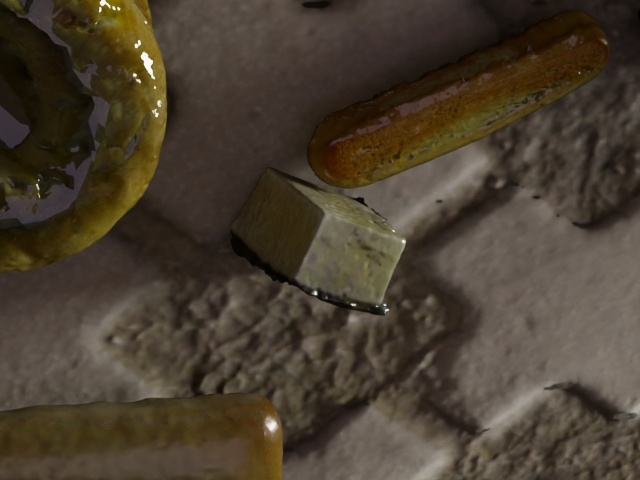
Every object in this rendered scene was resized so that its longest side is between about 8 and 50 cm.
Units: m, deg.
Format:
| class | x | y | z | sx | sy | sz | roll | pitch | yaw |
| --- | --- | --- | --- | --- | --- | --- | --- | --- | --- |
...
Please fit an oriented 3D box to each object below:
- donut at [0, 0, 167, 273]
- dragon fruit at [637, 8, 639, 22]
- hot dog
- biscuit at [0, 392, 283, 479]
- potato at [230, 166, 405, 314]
| class | x | y | z | sx | sy | sz | roll | pitch | yaw |
| --- | --- | --- | --- | --- | --- | --- | --- | --- | --- |
| donut | -0.203 | -0.104 | 0.819 | 0.261 | 0.128 | 0.208 | 34 | 98 | -28 |
| dragon fruit | 0.310 | -0.165 | 0.971 | 0.192 | 0.092 | 0.122 | -10 | 109 | 2 |
| hot dog | 0.089 | -0.093 | 0.964 | 0.216 | 0.047 | 0.066 | -26 | 132 | -7 |
| biscuit | -0.166 | 0.220 | 0.990 | 0.291 | 0.062 | 0.236 | -2 | 112 | -12 |
| potato | 0.001 | 0.001 | 0.934 | 0.086 | 0.122 | 0.061 | 16 | 99 | -25 |
